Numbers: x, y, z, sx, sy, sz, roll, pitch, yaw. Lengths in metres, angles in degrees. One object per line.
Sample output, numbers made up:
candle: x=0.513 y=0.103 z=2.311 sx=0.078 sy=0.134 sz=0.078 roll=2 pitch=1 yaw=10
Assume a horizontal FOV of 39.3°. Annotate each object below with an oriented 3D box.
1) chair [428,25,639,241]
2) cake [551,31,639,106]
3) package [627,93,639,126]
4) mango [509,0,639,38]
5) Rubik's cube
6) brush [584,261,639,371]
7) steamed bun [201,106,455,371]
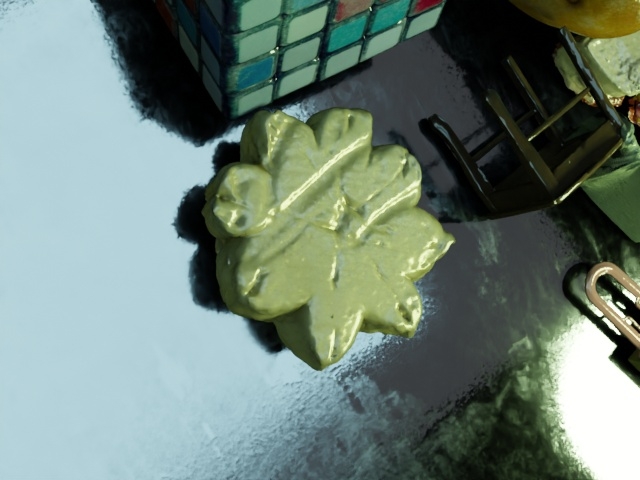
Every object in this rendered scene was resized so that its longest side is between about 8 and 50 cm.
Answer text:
chair: x=0.309 y=-0.080 z=1.114 sx=0.186 sy=0.160 sz=0.319 roll=-39 pitch=98 yaw=-21
cake: x=0.428 y=-0.262 z=1.191 sx=0.220 sy=0.086 sz=0.116 roll=-32 pitch=97 yaw=-16
package: x=0.570 y=-0.206 z=1.197 sx=0.223 sy=0.108 sz=0.288 roll=43 pitch=104 yaw=-7
mango: x=0.277 y=-0.404 z=1.090 sx=0.384 sy=0.199 sz=0.221 roll=42 pitch=102 yaw=3
Rubik's cube: x=-0.037 y=-0.347 z=0.907 sx=0.292 sy=0.287 sz=0.293 roll=-28 pitch=75 yaw=-16
brush: x=0.437 y=0.115 z=1.200 sx=0.233 sy=0.047 sz=0.103 roll=40 pitch=77 yaw=-11
steamed bun: x=0.000 y=0.000 z=1.024 sx=0.295 sy=0.137 sz=0.292 roll=-1 pitch=84 yaw=-25
